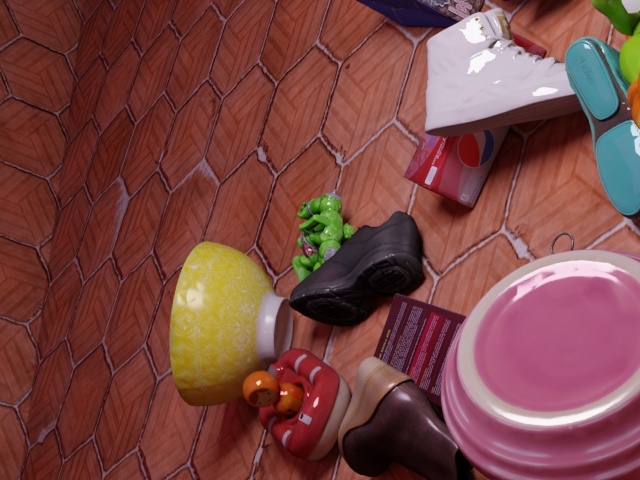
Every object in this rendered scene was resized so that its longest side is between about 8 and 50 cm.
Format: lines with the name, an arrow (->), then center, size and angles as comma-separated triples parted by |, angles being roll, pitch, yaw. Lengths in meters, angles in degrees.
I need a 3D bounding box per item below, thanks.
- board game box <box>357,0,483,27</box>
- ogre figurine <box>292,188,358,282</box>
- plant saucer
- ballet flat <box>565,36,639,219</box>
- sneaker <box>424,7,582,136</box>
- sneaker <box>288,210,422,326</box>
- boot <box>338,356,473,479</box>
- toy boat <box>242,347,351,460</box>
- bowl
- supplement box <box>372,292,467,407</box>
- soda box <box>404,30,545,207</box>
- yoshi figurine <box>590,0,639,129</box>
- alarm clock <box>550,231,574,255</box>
board game box -> 0.196, -0.521, 2.160 | 0.232, 0.141, 0.291 | 22, 90, 62
ogre figurine -> 0.000, 0.000, 2.184 | 0.118, 0.097, 0.197 | -46, 17, 50
plant saucer -> 0.285, 0.130, 1.450 | 0.332, 0.084, 0.332 | -18, 42, 17
ballet flat -> 0.384, -0.144, 1.615 | 0.083, 0.087, 0.247 | -30, 69, 41
sneaker -> 0.271, -0.251, 1.775 | 0.292, 0.108, 0.169 | -8, 79, 32
sneaker -> 0.061, 0.047, 2.061 | 0.286, 0.109, 0.130 | -27, 40, 40
boot -> 0.119, 0.297, 1.763 | 0.207, 0.090, 0.248 | 43, 148, 35
toy boat -> -0.056, 0.252, 2.047 | 0.231, 0.151, 0.151 | 28, 95, 62
bowl -> -0.137, 0.150, 2.220 | 0.156, 0.289, 0.289 | 4, 68, 16
supplement box -> 0.170, 0.163, 1.801 | 0.239, 0.073, 0.130 | 18, 86, 61
soda box -> 0.231, -0.190, 1.920 | 0.083, 0.092, 0.263 | 33, 100, 60
yoshi figurine -> 0.436, -0.294, 1.549 | 0.203, 0.203, 0.362 | -30, 36, 24
alarm clock -> 0.307, 0.078, 1.632 | 0.129, 0.064, 0.192 | -25, 52, 52
